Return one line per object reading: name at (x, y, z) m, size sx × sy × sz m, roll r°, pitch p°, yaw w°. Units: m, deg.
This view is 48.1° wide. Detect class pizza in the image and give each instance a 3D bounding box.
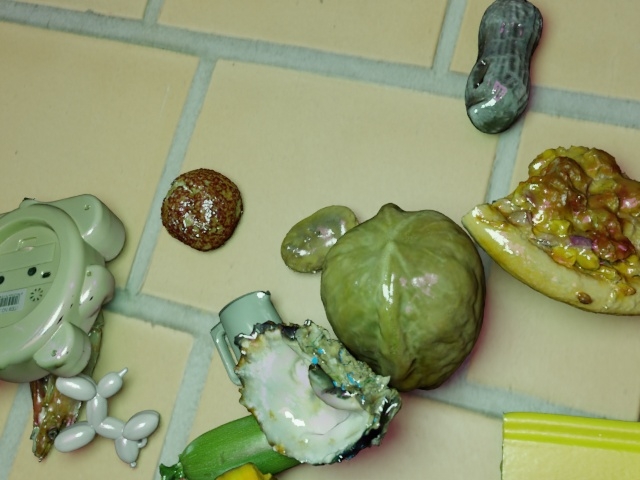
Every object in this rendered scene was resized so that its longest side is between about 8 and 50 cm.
pizza at (0.396, -0.018, 1.028) m, size 0.409 × 0.114 × 0.278 m, roll 16°, pitch 55°, yaw -8°

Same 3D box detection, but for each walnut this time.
walnut at (0.120, 0.081, 1.022) m, size 0.227 × 0.283 × 0.283 m, roll -4°, pitch 75°, yaw 12°

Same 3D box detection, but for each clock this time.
clock at (-0.473, 0.084, 1.174) m, size 0.284 × 0.114 × 0.309 m, roll -10°, pitch 59°, yaw 13°

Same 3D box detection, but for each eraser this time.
eraser at (0.363, 0.328, 1.010) m, size 0.226 × 0.069 × 0.158 m, roll 3°, pitch 76°, yaw 11°

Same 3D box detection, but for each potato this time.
potato at (0.000, 0.000, 1.164) m, size 0.138 × 0.070 × 0.091 m, roll -28°, pitch 67°, yaw 2°

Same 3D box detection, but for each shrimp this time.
shrimp at (-0.445, 0.220, 1.207) m, size 0.154 × 0.062 × 0.294 m, roll 1°, pitch 72°, yaw 23°

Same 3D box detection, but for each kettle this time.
kettle at (-0.097, 0.168, 1.140) m, size 0.098 × 0.127 × 0.148 m, roll -19°, pitch 67°, yaw -28°

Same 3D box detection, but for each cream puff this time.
cream puff at (-0.207, -0.056, 1.213) m, size 0.149 × 0.084 × 0.149 m, roll -3°, pitch 73°, yaw 11°

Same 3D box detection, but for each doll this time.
doll at (-0.339, 0.284, 1.145) m, size 0.160 × 0.059 × 0.161 m, roll 0°, pitch 90°, yaw -9°

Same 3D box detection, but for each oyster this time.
oyster at (-0.012, 0.205, 0.976) m, size 0.259 × 0.092 × 0.198 m, roll -1°, pitch 103°, yaw 44°

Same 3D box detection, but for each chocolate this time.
chocolate at (0.297, -0.285, 1.163) m, size 0.110 × 0.110 × 0.248 m, roll 14°, pitch 79°, yaw 14°

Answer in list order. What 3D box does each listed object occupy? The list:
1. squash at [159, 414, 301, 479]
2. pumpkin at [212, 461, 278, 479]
squash at (-0.071, 0.303, 1.088) m, size 0.378 × 0.101 × 0.101 m, roll -19°, pitch 73°, yaw 6°
pumpkin at (-0.090, 0.480, 0.967) m, size 0.225 × 0.256 × 0.303 m, roll -37°, pitch 103°, yaw -8°
